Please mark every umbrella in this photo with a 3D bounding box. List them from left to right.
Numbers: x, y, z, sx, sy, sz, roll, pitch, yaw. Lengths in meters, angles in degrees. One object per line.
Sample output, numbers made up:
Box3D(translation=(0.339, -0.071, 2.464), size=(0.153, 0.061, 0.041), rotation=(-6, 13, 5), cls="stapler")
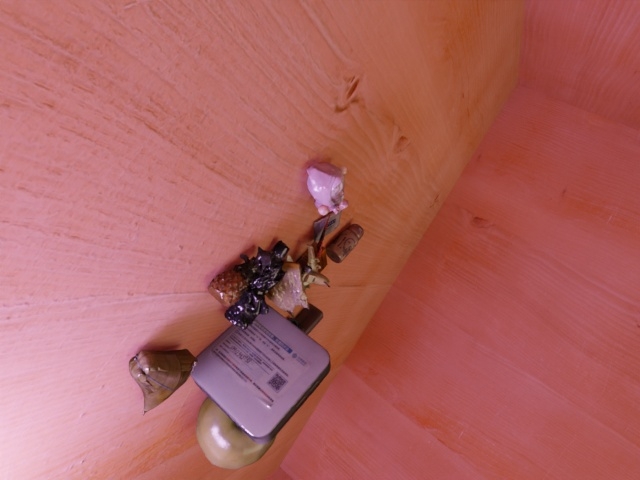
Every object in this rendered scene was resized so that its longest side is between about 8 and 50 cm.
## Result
Box3D(translation=(-0.205, 0.165, 1.478), size=(0.337, 0.128, 0.154), rotation=(-53, 155, -16), cls="umbrella")

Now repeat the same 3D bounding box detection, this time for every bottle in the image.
Box3D(translation=(0.120, 0.008, 1.957), size=(0.209, 0.097, 0.110), rotation=(-45, -167, -26), cls="bottle")

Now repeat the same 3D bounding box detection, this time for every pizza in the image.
Box3D(translation=(-0.134, 0.201, 1.587), size=(0.034, 0.181, 0.262), rotation=(-96, 168, -63), cls="pizza")

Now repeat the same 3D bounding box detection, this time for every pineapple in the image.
Box3D(translation=(-0.245, 0.110, 1.330), size=(0.237, 0.119, 0.111), rotation=(-44, 168, -31), cls="pineapple")

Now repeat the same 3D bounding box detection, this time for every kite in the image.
Box3D(translation=(0.001, 0.000, 1.691), size=(0.125, 0.008, 0.222), rotation=(128, -21, -62), cls="kite")

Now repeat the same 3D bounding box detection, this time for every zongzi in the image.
Box3D(translation=(-0.524, 0.435, 1.235), size=(0.256, 0.115, 0.228), rotation=(-47, 154, 4), cls="zongzi")

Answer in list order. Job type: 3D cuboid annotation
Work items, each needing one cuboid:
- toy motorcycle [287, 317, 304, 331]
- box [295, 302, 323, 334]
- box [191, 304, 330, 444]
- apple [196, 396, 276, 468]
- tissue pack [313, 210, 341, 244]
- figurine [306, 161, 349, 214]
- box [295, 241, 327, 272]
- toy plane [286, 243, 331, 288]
Box3D(translation=(-0.177, 0.494, 1.930), size=(0.270, 0.159, 0.106), rotation=(-41, 174, -29), cls="toy motorcycle")
Box3D(translation=(-0.096, 0.433, 2.071), size=(0.243, 0.103, 0.055), rotation=(-44, 150, -27), cls="box")
Box3D(translation=(-0.213, 0.462, 1.499), size=(0.396, 0.396, 0.111), rotation=(-41, 151, -30), cls="box")
Box3D(translation=(-0.347, 0.761, 1.721), size=(0.357, 0.357, 0.357), rotation=(-44, 154, -27), cls="apple")
Box3D(translation=(0.032, -0.069, 1.760), size=(0.193, 0.026, 0.123), rotation=(-36, 149, -40), cls="tissue pack")
Box3D(translation=(0.027, -0.181, 1.477), size=(0.200, 0.133, 0.276), rotation=(-63, 164, -15), cls="figurine")
Box3D(translation=(-0.069, 0.137, 1.782), size=(0.237, 0.070, 0.152), rotation=(-46, 156, -21), cls="box")
Box3D(translation=(-0.058, 0.141, 1.652), size=(0.256, 0.104, 0.242), rotation=(22, 97, -30), cls="toy plane")
